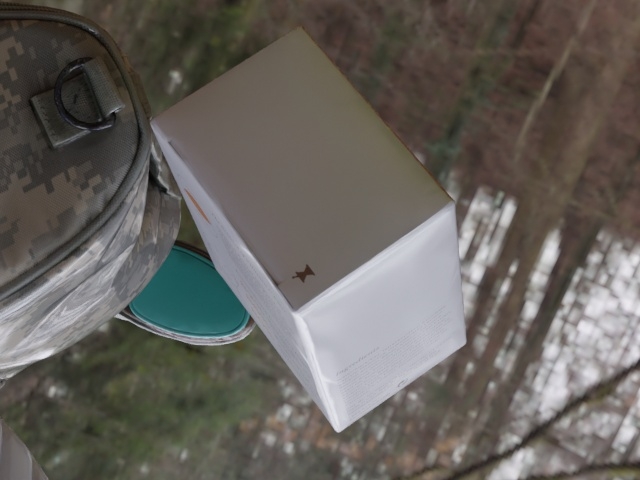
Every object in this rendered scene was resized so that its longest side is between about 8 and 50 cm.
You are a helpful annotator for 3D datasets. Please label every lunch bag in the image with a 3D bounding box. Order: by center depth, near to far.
[{"bbox_3d":[-0.213,-0.018,0.820,0.256,0.213,0.305,-19,173,-6],"label":"lunch bag"}]

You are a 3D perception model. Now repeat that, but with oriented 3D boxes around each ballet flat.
[{"bbox_3d":[-0.141,0.028,1.032,0.213,0.072,0.068,14,178,11],"label":"ballet flat"}]

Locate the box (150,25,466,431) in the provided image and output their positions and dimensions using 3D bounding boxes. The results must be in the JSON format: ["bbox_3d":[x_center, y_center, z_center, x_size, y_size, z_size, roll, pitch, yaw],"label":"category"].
[{"bbox_3d":[0.000,0.000,0.703,0.130,0.091,0.170,52,170,25],"label":"box"}]

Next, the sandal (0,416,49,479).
[{"bbox_3d":[-0.224,0.094,0.454,0.102,0.169,0.416,5,156,33],"label":"sandal"}]
